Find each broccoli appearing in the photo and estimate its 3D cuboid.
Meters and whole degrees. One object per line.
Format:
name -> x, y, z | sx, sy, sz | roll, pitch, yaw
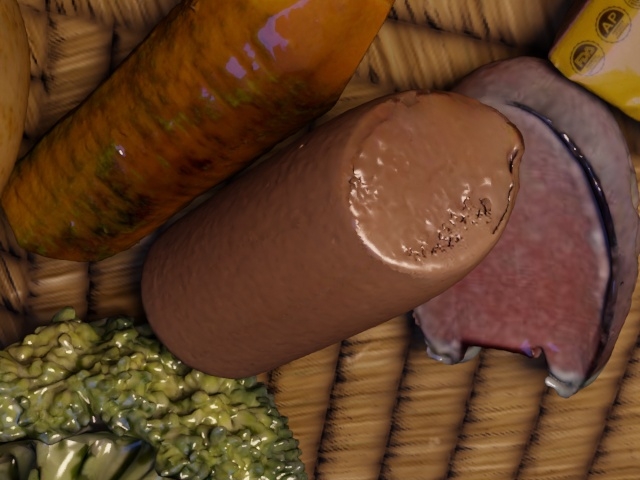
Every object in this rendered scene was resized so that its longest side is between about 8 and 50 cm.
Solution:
broccoli -> -0.168, 0.169, 0.774 | 0.288, 0.260, 0.235 | -42, 64, 31

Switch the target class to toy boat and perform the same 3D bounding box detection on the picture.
toy boat -> 0.131, -0.012, 0.693 | 0.155, 0.085, 0.227 | 14, 126, 29

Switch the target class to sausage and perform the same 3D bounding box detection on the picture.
sausage -> 0.000, 0.000, 0.655 | 0.123, 0.123, 0.253 | 48, 140, -10

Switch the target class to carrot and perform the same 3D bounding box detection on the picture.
carrot -> -0.081, -0.085, 0.690 | 0.302, 0.114, 0.114 | -36, 101, 30

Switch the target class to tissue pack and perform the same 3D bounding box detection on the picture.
tissue pack -> 0.222, -0.142, 0.596 | 0.120, 0.082, 0.169 | 33, 118, -3

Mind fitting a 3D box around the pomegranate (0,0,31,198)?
pomegranate -> -0.363, -0.103, 0.619 | 0.416, 0.417, 0.417 | 6, 116, 13
